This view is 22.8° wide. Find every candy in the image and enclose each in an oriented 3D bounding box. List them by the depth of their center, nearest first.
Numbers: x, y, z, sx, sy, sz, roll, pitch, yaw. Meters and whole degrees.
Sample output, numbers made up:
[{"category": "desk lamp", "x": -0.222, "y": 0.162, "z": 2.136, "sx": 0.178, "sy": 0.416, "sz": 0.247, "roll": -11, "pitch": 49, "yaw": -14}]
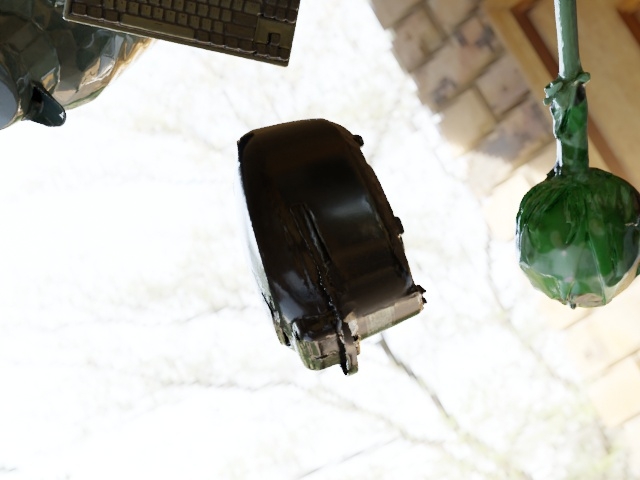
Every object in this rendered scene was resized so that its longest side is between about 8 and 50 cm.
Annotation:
[{"category": "candy", "x": 0.168, "y": -0.109, "z": 1.082, "sx": 0.097, "sy": 0.323, "sz": 0.097, "roll": -7, "pitch": 15, "yaw": 2}]

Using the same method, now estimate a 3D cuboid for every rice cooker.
[{"category": "rice cooker", "x": 0.000, "y": 0.001, "z": 1.198, "sx": 0.118, "sy": 0.203, "sz": 0.142, "roll": -20, "pitch": -23, "yaw": -4}]

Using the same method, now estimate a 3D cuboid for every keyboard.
[{"category": "keyboard", "x": -0.070, "y": -0.127, "z": 0.832, "sx": 0.129, "sy": 0.049, "sz": 0.015, "roll": 10, "pitch": -2, "yaw": -28}]

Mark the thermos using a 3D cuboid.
[{"category": "thermos", "x": -0.235, "y": -0.194, "z": 1.339, "sx": 0.286, "sy": 0.182, "sz": 0.145, "roll": -53, "pitch": -12, "yaw": -54}]
